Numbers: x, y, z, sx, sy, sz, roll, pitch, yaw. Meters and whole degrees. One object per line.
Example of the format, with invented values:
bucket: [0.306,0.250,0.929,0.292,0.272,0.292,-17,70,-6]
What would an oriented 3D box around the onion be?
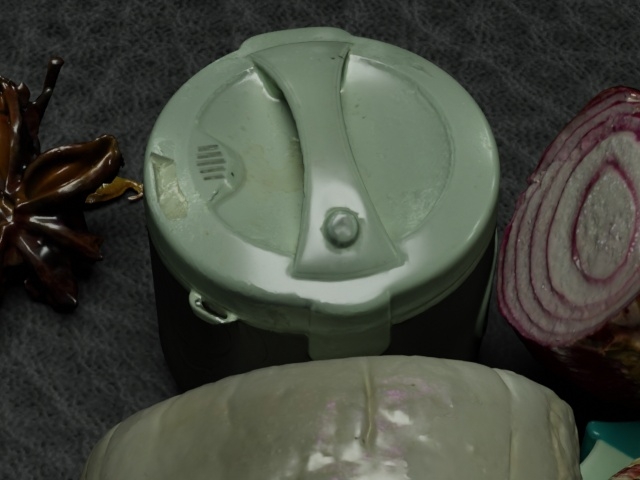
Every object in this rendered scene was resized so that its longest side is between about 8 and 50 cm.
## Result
onion: [0.255,0.032,1.371,0.207,0.206,0.216,24,44,-20]

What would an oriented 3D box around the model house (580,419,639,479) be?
model house: [0.240,0.204,1.384,0.127,0.100,0.149,29,58,21]

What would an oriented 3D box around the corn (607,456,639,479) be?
corn: [0.229,0.189,1.211,0.098,0.098,0.290,32,28,23]

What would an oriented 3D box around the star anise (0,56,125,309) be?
star anise: [-0.263,-0.021,1.555,0.220,0.126,0.190,-31,68,-5]

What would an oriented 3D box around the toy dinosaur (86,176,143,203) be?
toy dinosaur: [-0.205,-0.051,1.634,0.113,0.026,0.041,-6,68,-15]

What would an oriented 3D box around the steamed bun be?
steamed bun: [-0.016,0.203,1.256,0.383,0.236,0.247,-11,56,15]

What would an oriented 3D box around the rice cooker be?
rice cooker: [0.002,-0.002,1.438,0.288,0.277,0.288,0,50,0]
